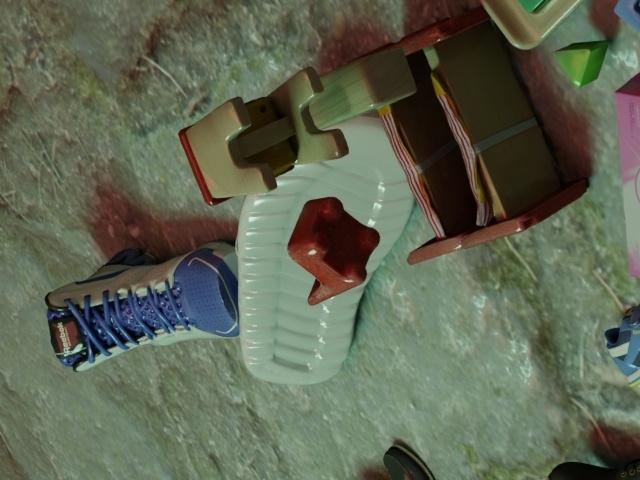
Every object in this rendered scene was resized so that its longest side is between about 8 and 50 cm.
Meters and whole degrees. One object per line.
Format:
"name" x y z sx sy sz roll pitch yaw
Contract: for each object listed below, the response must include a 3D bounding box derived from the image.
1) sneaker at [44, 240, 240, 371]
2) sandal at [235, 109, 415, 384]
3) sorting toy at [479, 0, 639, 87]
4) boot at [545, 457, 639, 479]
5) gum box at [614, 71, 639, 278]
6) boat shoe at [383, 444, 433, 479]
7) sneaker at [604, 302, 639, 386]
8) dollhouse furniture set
"sneaker" -0.224 0.093 1.919 0.315 0.182 0.127 -3 111 50
"sandal" -0.015 -0.002 1.678 0.416 0.169 0.102 110 162 -44
"sorting toy" 0.170 -0.281 1.324 0.348 0.047 0.196 55 134 10
"boot" 0.306 0.203 1.478 0.198 0.077 0.137 11 117 30
"gum box" 0.308 -0.052 1.297 0.107 0.062 0.188 15 129 39
"boat shoe" 0.108 0.292 1.776 0.133 0.042 0.049 60 145 5
"sneaker" 0.301 0.076 1.411 0.059 0.053 0.144 54 141 14
"dollhouse furniture set" 0.043 -0.059 1.366 0.152 0.374 0.201 -18 96 48
